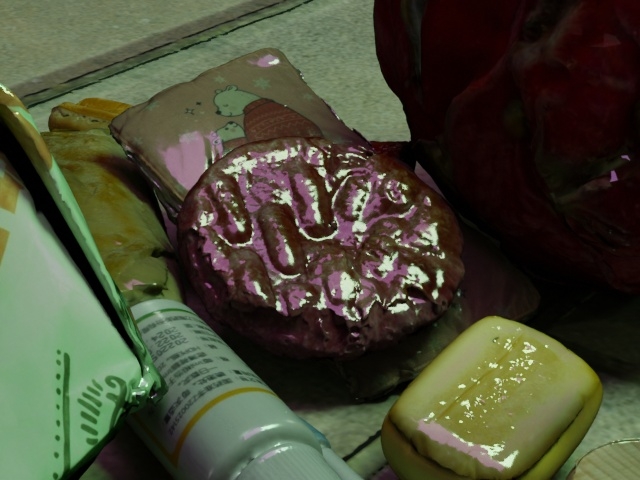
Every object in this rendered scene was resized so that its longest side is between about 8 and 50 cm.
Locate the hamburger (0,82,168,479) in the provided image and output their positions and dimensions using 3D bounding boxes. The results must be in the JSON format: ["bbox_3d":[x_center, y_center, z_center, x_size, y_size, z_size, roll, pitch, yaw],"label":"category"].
[{"bbox_3d":[-0.196,0.039,0.706,0.235,0.214,0.125,-40,8,-34],"label":"hamburger"}]

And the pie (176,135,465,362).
[{"bbox_3d":[0.000,0.000,0.892,0.154,0.036,0.154,5,49,-6],"label":"pie"}]

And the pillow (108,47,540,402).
[{"bbox_3d":[-0.004,-0.011,0.956,0.135,0.049,0.248,-26,55,-32],"label":"pillow"}]

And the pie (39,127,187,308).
[{"bbox_3d":[-0.147,-0.009,0.960,0.128,0.068,0.282,4,24,-17],"label":"pie"}]

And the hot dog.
[{"bbox_3d":[-0.129,-0.065,1.124,0.133,0.041,0.056,16,20,36],"label":"hot dog"}]

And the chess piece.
[{"bbox_3d":[0.149,0.124,0.766,0.083,0.038,0.084,4,28,-2],"label":"chess piece"}]

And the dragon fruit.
[{"bbox_3d":[0.189,-0.117,0.971,0.329,0.329,0.329,3,26,-2],"label":"dragon fruit"}]

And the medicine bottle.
[{"bbox_3d":[-0.019,0.103,0.768,0.092,0.061,0.220,10,19,-37],"label":"medicine bottle"}]

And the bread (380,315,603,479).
[{"bbox_3d":[0.080,0.090,0.806,0.082,0.056,0.115,26,41,18],"label":"bread"}]

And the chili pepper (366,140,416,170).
[{"bbox_3d":[-0.007,-0.040,1.052,0.123,0.073,0.070,12,-15,11],"label":"chili pepper"}]
